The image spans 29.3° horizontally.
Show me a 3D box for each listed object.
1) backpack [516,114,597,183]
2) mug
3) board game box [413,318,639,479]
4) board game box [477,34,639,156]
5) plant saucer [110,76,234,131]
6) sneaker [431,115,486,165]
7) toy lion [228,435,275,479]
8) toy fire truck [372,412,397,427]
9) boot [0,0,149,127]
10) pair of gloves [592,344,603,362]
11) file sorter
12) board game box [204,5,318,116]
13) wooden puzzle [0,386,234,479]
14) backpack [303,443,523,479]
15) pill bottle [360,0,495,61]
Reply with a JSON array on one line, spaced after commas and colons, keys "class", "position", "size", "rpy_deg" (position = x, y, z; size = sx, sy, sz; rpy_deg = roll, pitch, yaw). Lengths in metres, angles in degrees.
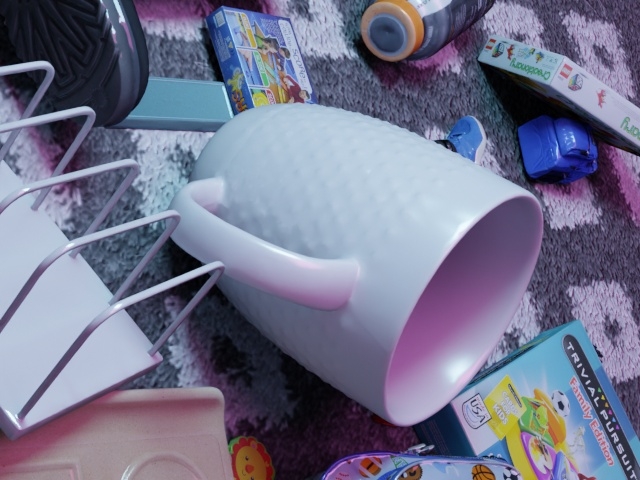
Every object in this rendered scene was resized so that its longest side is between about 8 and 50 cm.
[{"class": "backpack", "position": [0.382, -0.139, 1.908], "size": [0.120, 0.101, 0.098], "rpy_deg": [10, 69, -44]}, {"class": "mug", "position": [0.000, 0.000, 1.275], "size": [0.328, 0.276, 0.374], "rpy_deg": [31, 18, 28]}, {"class": "board game box", "position": [0.292, 0.277, 1.619], "size": [0.336, 0.079, 0.253], "rpy_deg": [-23, 86, -47]}, {"class": "board game box", "position": [0.413, -0.217, 1.922], "size": [0.305, 0.193, 0.053], "rpy_deg": [27, 95, -32]}, {"class": "plant saucer", "position": [-0.179, -0.163, 1.440], "size": [0.192, 0.018, 0.067], "rpy_deg": [-3, 71, -44]}, {"class": "sneaker", "position": [0.186, -0.132, 1.744], "size": [0.084, 0.058, 0.152], "rpy_deg": [39, 53, -35]}, {"class": "toy lion", "position": [-0.083, 0.259, 1.305], "size": [0.096, 0.034, 0.100], "rpy_deg": [9, 63, -50]}, {"class": "toy fire truck", "position": [0.046, 0.132, 1.480], "size": [0.192, 0.047, 0.135], "rpy_deg": [30, 52, -29]}, {"class": "boot", "position": [-0.164, -0.314, 1.417], "size": [0.445, 0.146, 0.367], "rpy_deg": [-15, 69, -49]}, {"class": "pair of gloves", "position": [0.395, 0.185, 1.817], "size": [0.074, 0.010, 0.083], "rpy_deg": [23, 52, -33]}, {"class": "file sorter", "position": [-0.255, -0.006, 1.104], "size": [0.277, 0.173, 0.193], "rpy_deg": [49, 34, 12]}, {"class": "board game box", "position": [-0.061, -0.191, 1.541], "size": [0.136, 0.035, 0.201], "rpy_deg": [-2, 71, -52]}, {"class": "wooden puzzle", "position": [-0.204, 0.316, 1.127], "size": [0.322, 0.080, 0.347], "rpy_deg": [4, 71, -42]}, {"class": "backpack", "position": [0.090, 0.340, 1.291], "size": [0.263, 0.213, 0.276], "rpy_deg": [5, 61, -16]}, {"class": "pill bottle", "position": [0.153, -0.340, 1.767], "size": [0.130, 0.130, 0.246], "rpy_deg": [55, 43, -7]}]
